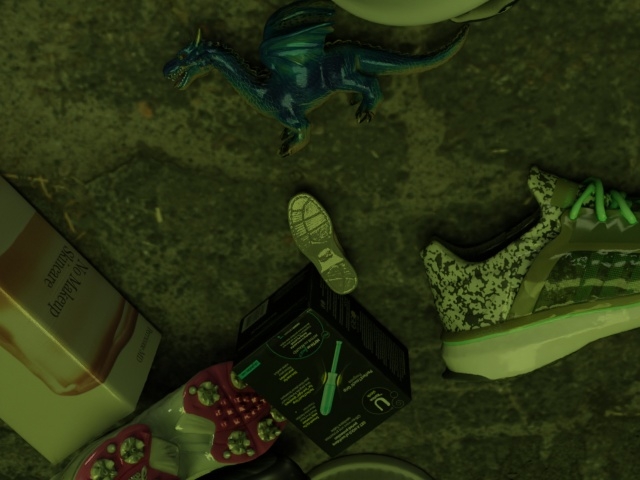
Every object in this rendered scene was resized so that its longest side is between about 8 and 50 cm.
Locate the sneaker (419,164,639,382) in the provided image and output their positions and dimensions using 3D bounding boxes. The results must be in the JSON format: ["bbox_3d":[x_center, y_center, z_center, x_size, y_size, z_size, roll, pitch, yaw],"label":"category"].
[{"bbox_3d":[0.280,-0.004,1.045,0.410,0.158,0.182,-25,96,10],"label":"sneaker"}]

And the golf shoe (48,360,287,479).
[{"bbox_3d":[-0.164,0.215,1.125,0.140,0.306,0.115,-20,91,46],"label":"golf shoe"}]

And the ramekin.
[{"bbox_3d":[0.056,0.373,1.258,0.207,0.109,0.207,1,117,3],"label":"ramekin"}]

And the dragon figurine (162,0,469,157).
[{"bbox_3d":[-0.009,-0.177,0.988,0.289,0.085,0.144,-21,115,15],"label":"dragon figurine"}]

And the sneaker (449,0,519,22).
[{"bbox_3d":[0.079,-0.264,0.897,0.226,0.163,0.086,18,119,-5],"label":"sneaker"}]

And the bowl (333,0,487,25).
[{"bbox_3d":[0.050,-0.324,0.788,0.297,0.134,0.298,-3,85,36],"label":"bowl"}]

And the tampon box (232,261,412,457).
[{"bbox_3d":[0.003,0.131,1.138,0.120,0.101,0.161,-39,110,20],"label":"tampon box"}]

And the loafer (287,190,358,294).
[{"bbox_3d":[0.000,0.000,1.108,0.045,0.039,0.125,-26,111,7],"label":"loafer"}]

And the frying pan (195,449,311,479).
[{"bbox_3d":[-0.147,0.284,1.232,0.197,0.326,0.053,-13,96,-37],"label":"frying pan"}]

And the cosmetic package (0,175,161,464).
[{"bbox_3d":[-0.323,0.071,1.096,0.129,0.153,0.296,-34,112,20],"label":"cosmetic package"}]
